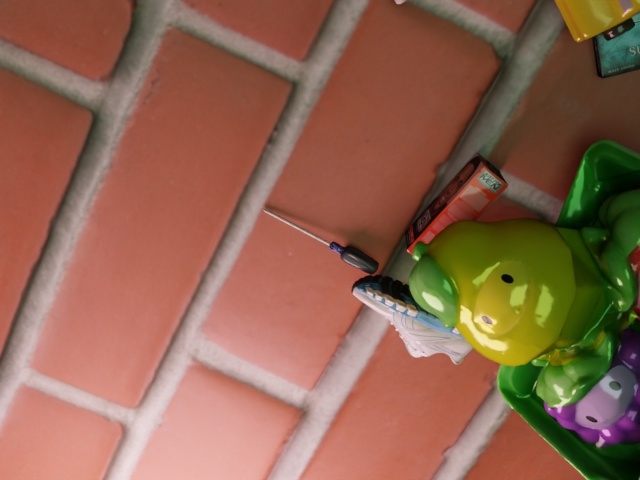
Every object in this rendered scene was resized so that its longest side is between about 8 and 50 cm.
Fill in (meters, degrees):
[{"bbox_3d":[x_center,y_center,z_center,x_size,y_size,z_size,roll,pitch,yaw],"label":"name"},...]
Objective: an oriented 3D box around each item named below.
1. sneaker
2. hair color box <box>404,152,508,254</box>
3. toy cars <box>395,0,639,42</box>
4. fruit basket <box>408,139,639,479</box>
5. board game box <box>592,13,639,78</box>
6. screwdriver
[{"bbox_3d":[0.122,0.113,1.053,0.191,0.071,0.083,25,115,-5],"label":"sneaker"},{"bbox_3d":[0.167,-0.037,0.992,0.043,0.072,0.141,38,107,-10],"label":"hair color box"},{"bbox_3d":[0.248,-0.316,0.858,0.394,0.087,0.176,14,103,5],"label":"toy cars"},{"bbox_3d":[0.303,0.078,0.910,0.392,0.283,0.392,-13,121,-23],"label":"fruit basket"},{"bbox_3d":[0.406,-0.272,0.916,0.186,0.026,0.126,-14,109,8],"label":"board game box"},{"bbox_3d":[0.000,0.000,1.041,0.170,0.025,0.024,26,109,-7],"label":"screwdriver"}]
